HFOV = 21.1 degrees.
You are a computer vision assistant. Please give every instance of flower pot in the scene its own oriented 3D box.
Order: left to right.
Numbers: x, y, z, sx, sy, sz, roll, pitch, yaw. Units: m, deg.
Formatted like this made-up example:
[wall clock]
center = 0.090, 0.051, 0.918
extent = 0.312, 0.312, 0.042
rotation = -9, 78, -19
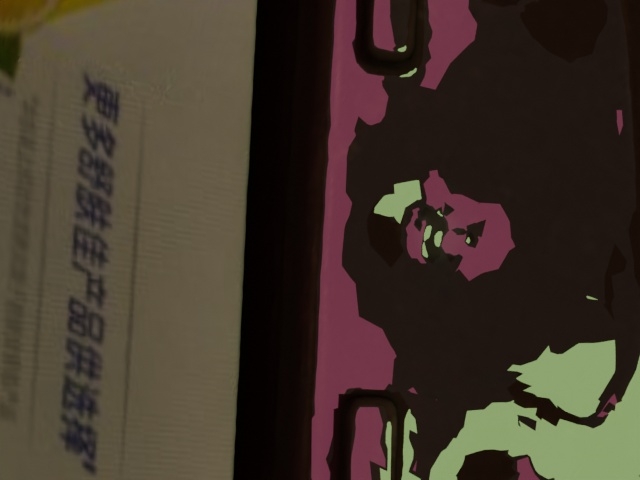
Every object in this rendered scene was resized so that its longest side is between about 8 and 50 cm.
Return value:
[flower pot]
center = 0.050, 0.006, 0.401
extent = 0.179, 0.084, 0.250
rotation = 5, 81, -13

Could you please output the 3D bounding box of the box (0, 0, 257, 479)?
[box]
center = -0.106, 0.055, 0.387
extent = 0.097, 0.168, 0.265
rotation = 10, 77, -42
